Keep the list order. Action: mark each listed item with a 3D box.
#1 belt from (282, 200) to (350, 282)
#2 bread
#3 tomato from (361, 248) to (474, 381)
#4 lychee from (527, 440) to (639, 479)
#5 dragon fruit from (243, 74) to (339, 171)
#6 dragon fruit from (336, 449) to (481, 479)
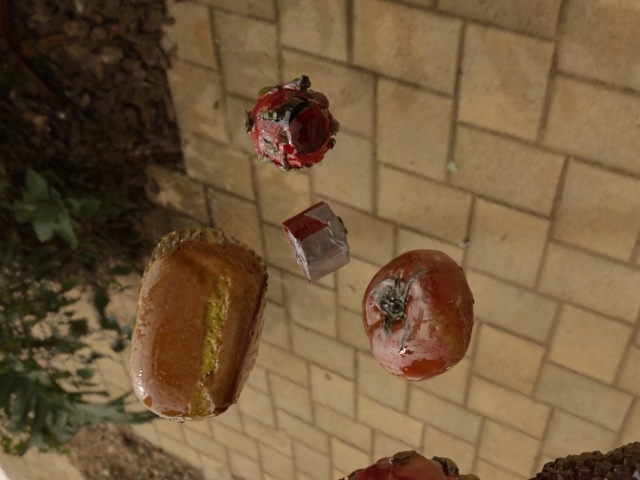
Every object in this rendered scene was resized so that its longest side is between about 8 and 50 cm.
[{"bbox_3d":[0.000,0.000,1.695,0.128,0.124,0.201,59,173,21],"label":"belt"},{"bbox_3d":[-0.178,0.129,1.222,0.204,0.288,0.156,11,-173,-11],"label":"bread"},{"bbox_3d":[0.149,0.126,1.394,0.095,0.237,0.236,8,160,-36],"label":"tomato"},{"bbox_3d":[0.335,0.327,0.806,0.267,0.267,0.268,22,140,20],"label":"lychee"},{"bbox_3d":[-0.054,-0.209,1.413,0.172,0.160,0.167,33,110,52],"label":"dragon fruit"},{"bbox_3d":[0.197,0.502,1.371,0.263,0.314,0.296,-28,71,61],"label":"dragon fruit"}]
